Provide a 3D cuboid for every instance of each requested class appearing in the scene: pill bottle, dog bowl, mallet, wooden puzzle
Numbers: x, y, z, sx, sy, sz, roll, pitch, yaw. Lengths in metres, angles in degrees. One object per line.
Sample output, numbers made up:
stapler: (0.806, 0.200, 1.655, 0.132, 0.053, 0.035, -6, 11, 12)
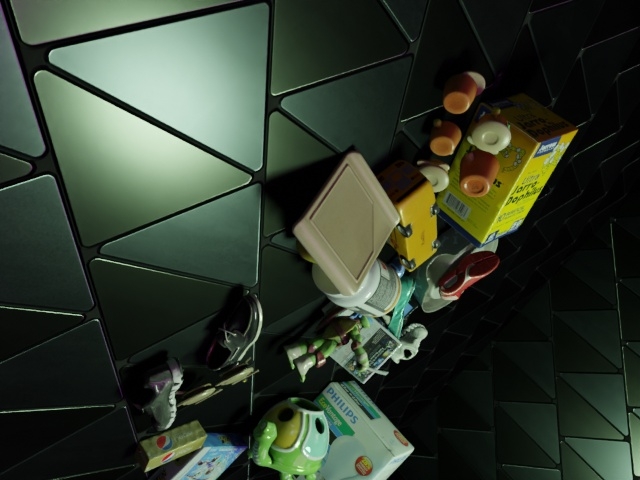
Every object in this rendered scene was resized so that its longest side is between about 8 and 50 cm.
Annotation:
pill bottle: (0.095, 0.101, 1.453, 0.162, 0.162, 0.278, -47, 151, 5)
dog bowl: (0.443, 0.085, 1.928, 0.349, 0.102, 0.348, -30, 147, -22)
mallet: (-0.235, 0.360, 1.514, 0.062, 0.039, 0.189, -34, 153, -16)
wooden puzzle: (0.058, -0.036, 1.205, 0.238, 0.044, 0.221, -54, 123, -27)

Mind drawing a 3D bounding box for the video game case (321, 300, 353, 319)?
video game case: (0.082, 0.186, 1.695, 0.157, 0.019, 0.143, -38, 150, -8)

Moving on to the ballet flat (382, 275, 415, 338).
ballet flat: (0.243, 0.216, 1.858, 0.083, 0.087, 0.247, -72, 173, -61)

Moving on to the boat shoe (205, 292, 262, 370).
boat shoe: (-0.202, 0.219, 1.319, 0.079, 0.084, 0.233, -10, 139, -46)

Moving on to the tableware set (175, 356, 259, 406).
tableware set: (-0.258, 0.347, 1.391, 0.194, 0.039, 0.128, -28, 164, 2)

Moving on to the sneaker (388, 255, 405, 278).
sneaker: (0.202, 0.107, 1.707, 0.144, 0.053, 0.059, -52, 148, 13)

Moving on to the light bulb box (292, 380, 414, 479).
light bulb box: (0.082, 0.779, 2.115, 0.361, 0.358, 0.225, -50, 152, 9)

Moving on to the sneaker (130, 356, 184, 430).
sneaker: (-0.384, 0.362, 1.293, 0.106, 0.078, 0.234, -11, 136, -36)

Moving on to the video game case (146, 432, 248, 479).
video game case: (-0.382, 0.697, 1.738, 0.244, 0.061, 0.269, -45, 151, 3)

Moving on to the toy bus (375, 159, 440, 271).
toy bus: (0.223, -0.051, 1.449, 0.108, 0.130, 0.332, -39, 151, -10)

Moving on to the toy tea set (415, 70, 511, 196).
toy tea set: (0.350, -0.249, 1.345, 0.336, 0.200, 0.124, 96, 15, -49)

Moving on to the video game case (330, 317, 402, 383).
video game case: (0.143, 0.351, 1.857, 0.190, 0.173, 0.022, -47, -169, 6)

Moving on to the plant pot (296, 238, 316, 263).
plant pot: (0.000, 0.000, 1.260, 0.134, 0.134, 0.095, -9, 168, -46)

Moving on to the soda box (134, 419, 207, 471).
soda box: (-0.400, 0.550, 1.521, 0.181, 0.061, 0.058, -9, 135, -46)

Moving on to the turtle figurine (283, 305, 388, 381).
turtle figurine: (0.047, 0.331, 1.638, 0.266, 0.197, 0.274, -22, 144, -15)

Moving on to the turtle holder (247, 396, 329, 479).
turtle holder: (-0.116, 0.636, 1.851, 0.320, 0.243, 0.227, 22, 89, -29)

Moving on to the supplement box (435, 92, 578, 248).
supplement box: (0.487, -0.187, 1.535, 0.194, 0.195, 0.356, -21, 143, -35)

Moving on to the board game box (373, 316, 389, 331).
board game box: (0.167, 0.329, 1.943, 0.194, 0.060, 0.194, -38, 149, -11)

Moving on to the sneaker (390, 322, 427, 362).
sneaker: (0.335, 0.402, 2.191, 0.292, 0.118, 0.110, -8, 133, -48)

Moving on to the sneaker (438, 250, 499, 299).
sneaker: (0.473, 0.117, 1.841, 0.221, 0.087, 0.128, -26, 157, -6)

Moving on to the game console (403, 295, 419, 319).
game console: (0.261, 0.225, 1.918, 0.122, 0.107, 0.071, -45, 179, 2)
